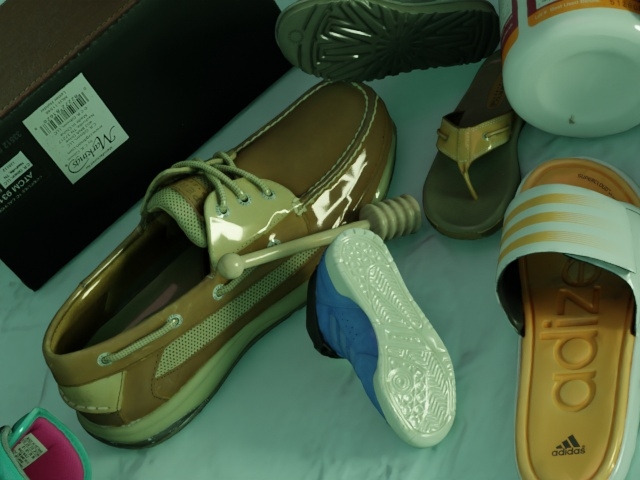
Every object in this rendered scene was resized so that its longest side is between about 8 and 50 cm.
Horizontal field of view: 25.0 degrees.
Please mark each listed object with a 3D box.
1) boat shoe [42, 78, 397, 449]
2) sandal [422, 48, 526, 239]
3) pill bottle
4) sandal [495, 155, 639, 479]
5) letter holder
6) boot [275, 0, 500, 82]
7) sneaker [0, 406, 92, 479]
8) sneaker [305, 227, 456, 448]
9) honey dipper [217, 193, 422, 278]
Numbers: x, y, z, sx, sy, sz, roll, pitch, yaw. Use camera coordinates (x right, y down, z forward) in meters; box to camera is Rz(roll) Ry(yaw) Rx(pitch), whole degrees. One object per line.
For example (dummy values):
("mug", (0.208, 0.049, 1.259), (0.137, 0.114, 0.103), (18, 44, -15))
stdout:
("boat shoe", (-0.070, 0.001, 1.033), (0.122, 0.120, 0.324), (26, 70, 39))
("sandal", (0.116, -0.079, 1.046), (0.072, 0.049, 0.180), (4, 57, 29))
("pill bottle", (0.189, -0.192, 1.047), (0.121, 0.121, 0.221), (-12, 51, 19))
("sandal", (0.160, 0.037, 0.914), (0.102, 0.076, 0.265), (-9, 51, 21))
("letter holder", (-0.207, -0.149, 1.204), (0.302, 0.152, 0.214), (-42, 45, -7))
("boot", (0.031, -0.209, 1.129), (0.189, 0.076, 0.208), (-1, 42, -22))
("sneaker", (-0.249, 0.183, 0.980), (0.295, 0.124, 0.178), (29, 77, 32))
("sneaker", (0.037, 0.073, 0.972), (0.058, 0.084, 0.152), (-21, 78, -23))
("honey dipper", (0.000, 0.000, 1.003), (0.160, 0.030, 0.030), (-17, 38, -31))
